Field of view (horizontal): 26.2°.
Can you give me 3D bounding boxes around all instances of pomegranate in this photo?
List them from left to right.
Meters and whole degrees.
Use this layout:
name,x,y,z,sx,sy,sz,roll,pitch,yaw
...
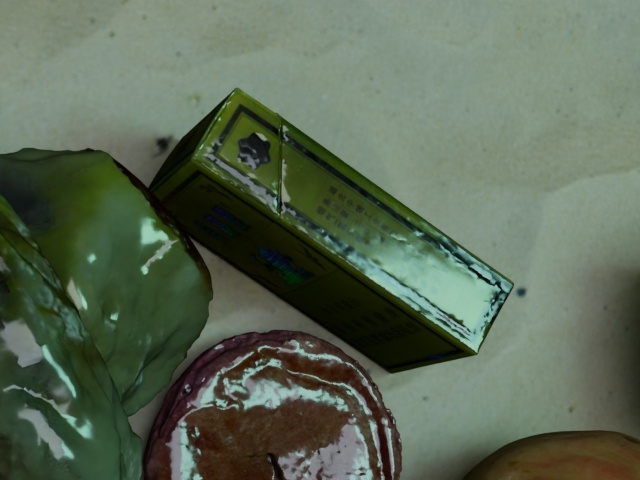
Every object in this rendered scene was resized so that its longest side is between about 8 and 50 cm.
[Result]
name,x,y,z,sx,sy,sz,roll,pitch,yaw
pomegranate,0.161,0.212,0.900,0.191,0.191,0.191,4,79,-19

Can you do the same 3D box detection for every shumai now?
name,x,y,z,sx,sy,sz,roll,pitch,yaw
shumai,-0.204,0.065,0.822,0.263,0.304,0.309,-28,88,-56

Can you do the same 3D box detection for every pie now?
name,x,y,z,sx,sy,sz,roll,pitch,yaw
pie,-0.031,0.149,0.913,0.182,0.049,0.182,3,83,-23

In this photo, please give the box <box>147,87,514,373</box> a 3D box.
name,x,y,z,sx,sy,sz,roll,pitch,yaw
box,0.000,0.000,0.902,0.220,0.141,0.064,33,72,-11
